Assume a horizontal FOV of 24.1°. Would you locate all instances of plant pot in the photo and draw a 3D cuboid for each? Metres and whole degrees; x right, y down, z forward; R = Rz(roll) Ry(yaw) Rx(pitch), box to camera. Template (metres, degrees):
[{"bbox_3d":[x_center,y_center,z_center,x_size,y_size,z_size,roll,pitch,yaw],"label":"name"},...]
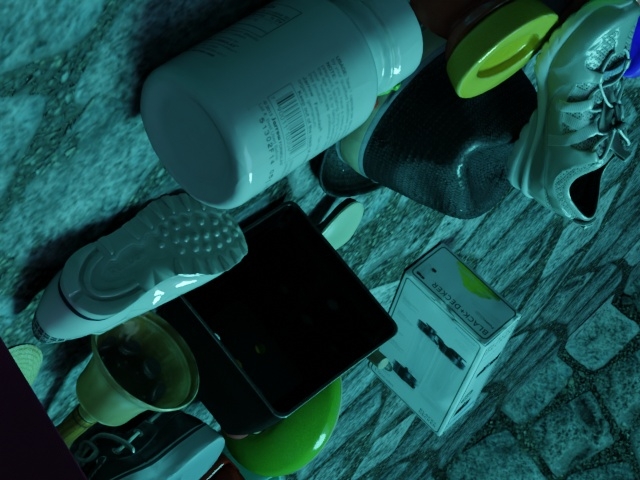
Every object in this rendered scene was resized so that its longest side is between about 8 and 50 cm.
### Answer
[{"bbox_3d":[-0.067,0.103,1.622,0.187,0.188,0.167,-34,171,-36],"label":"plant pot"}]

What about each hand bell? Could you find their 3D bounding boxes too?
[{"bbox_3d":[-0.244,0.185,1.530,0.242,0.126,0.126,-44,166,30],"label":"hand bell"}]

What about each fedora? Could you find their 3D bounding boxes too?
[{"bbox_3d":[0.152,-0.124,1.646,0.334,0.152,0.334,-41,161,-17],"label":"fedora"}]

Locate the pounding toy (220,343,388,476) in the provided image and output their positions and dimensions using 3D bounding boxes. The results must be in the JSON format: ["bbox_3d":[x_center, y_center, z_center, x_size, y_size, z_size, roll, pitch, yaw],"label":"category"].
[{"bbox_3d":[-0.060,0.166,1.810,0.110,0.183,0.237,26,107,-46],"label":"pounding toy"}]

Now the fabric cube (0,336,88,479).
[{"bbox_3d":[-0.328,0.245,1.113,0.254,0.258,0.259,-14,144,-38],"label":"fabric cube"}]

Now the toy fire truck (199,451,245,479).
[{"bbox_3d":[-0.162,0.375,1.844,0.217,0.246,0.158,-44,162,-8],"label":"toy fire truck"}]

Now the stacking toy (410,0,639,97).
[{"bbox_3d":[0.244,-0.293,1.462,0.309,0.130,0.279,-22,160,-46],"label":"stacking toy"}]

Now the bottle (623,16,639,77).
[{"bbox_3d":[0.500,-0.323,2.100,0.283,0.092,0.118,-32,157,-38],"label":"bottle"}]

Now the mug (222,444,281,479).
[{"bbox_3d":[-0.139,0.335,2.051,0.129,0.097,0.158,-50,161,12],"label":"mug"}]

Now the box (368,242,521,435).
[{"bbox_3d":[0.184,0.155,2.283,0.087,0.169,0.290,-36,158,-29],"label":"box"}]

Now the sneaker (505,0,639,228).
[{"bbox_3d":[0.279,-0.132,1.505,0.105,0.115,0.281,-29,149,-28],"label":"sneaker"}]

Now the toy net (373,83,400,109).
[{"bbox_3d":[-0.026,-0.096,1.364,0.232,0.122,0.045,-39,130,-41],"label":"toy net"}]

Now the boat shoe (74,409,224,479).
[{"bbox_3d":[-0.230,0.265,1.695,0.306,0.105,0.113,-34,155,-52],"label":"boat shoe"}]

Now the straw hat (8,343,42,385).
[{"bbox_3d":[-0.299,0.169,1.402,0.144,0.061,0.144,-41,160,-18],"label":"straw hat"}]

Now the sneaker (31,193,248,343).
[{"bbox_3d":[-0.167,0.028,1.393,0.235,0.090,0.095,-22,162,-45],"label":"sneaker"}]

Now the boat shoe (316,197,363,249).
[{"bbox_3d":[-0.001,0.000,1.748,0.049,0.042,0.133,18,115,-48],"label":"boat shoe"}]

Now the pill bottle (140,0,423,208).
[{"bbox_3d":[-0.027,-0.134,1.261,0.229,0.131,0.131,-35,159,-32],"label":"pill bottle"}]
